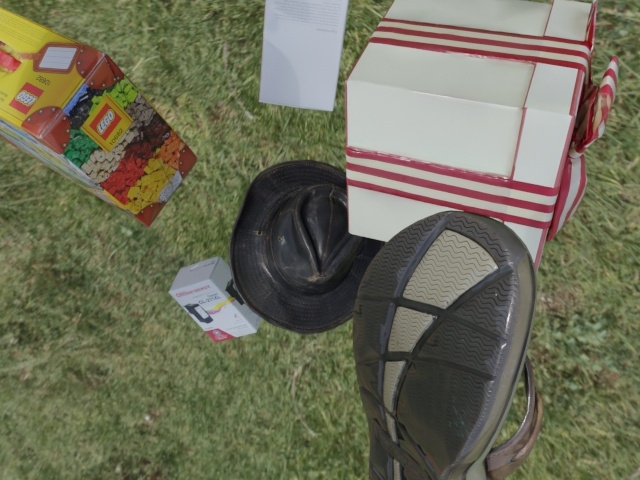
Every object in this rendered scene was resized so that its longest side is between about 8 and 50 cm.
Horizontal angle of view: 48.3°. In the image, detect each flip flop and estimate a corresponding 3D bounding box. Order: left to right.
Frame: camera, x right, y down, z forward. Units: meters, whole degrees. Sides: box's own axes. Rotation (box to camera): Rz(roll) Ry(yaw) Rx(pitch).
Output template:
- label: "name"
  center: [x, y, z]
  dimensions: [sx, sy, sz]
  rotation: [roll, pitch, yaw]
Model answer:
- label: "flip flop"
  center: [0.081, 0.102, 0.407]
  dimensions: [0.080, 0.112, 0.277]
  rotation: [-20, 124, -23]

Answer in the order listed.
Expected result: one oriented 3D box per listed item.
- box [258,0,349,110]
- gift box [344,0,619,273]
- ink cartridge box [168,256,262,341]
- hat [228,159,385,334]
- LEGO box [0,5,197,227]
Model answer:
- label: "box"
  center: [-0.027, -0.482, 1.505]
  dimensions: [0.168, 0.215, 0.346]
  rotation: [7, 129, -2]
- label: "gift box"
  center: [0.189, -0.147, 0.815]
  dimensions: [0.258, 0.276, 0.255]
  rotation: [14, 143, 16]
- label: "ink cartridge box"
  center: [-0.226, 0.131, 1.562]
  dimensions: [0.127, 0.072, 0.175]
  rotation: [-18, 124, 32]
- label: "hat"
  center: [0.000, 0.000, 1.281]
  dimensions: [0.331, 0.134, 0.332]
  rotation: [4, 79, -21]
- label: "LEGO box"
  center: [-0.556, -0.275, 1.478]
  dimensions: [0.500, 0.372, 0.193]
  rotation: [28, 77, 28]
